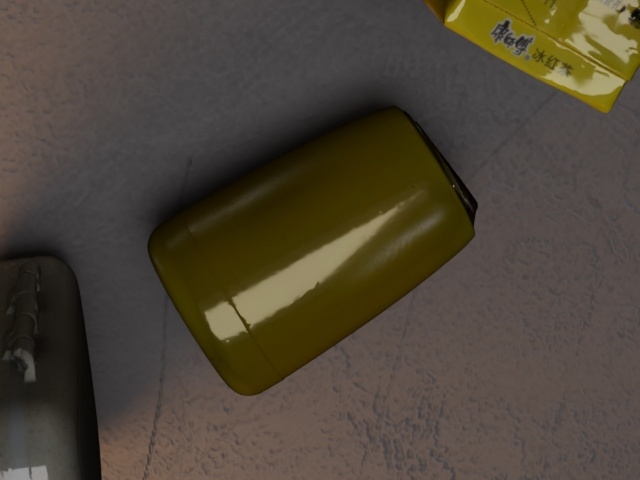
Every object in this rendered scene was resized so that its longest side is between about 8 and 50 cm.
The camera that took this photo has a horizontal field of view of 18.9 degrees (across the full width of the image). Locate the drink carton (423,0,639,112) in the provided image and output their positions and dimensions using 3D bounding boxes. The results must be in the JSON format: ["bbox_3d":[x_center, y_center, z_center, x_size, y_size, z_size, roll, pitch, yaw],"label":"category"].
[{"bbox_3d":[0.141,-0.227,1.525,0.154,0.351,0.111,26,106,-20],"label":"drink carton"}]

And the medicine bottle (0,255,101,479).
[{"bbox_3d":[-0.247,0.182,1.611,0.123,0.375,0.282,-7,113,-5],"label":"medicine bottle"}]

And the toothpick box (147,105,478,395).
[{"bbox_3d":[0.000,0.000,1.695,0.271,0.175,0.175,-32,114,0],"label":"toothpick box"}]
